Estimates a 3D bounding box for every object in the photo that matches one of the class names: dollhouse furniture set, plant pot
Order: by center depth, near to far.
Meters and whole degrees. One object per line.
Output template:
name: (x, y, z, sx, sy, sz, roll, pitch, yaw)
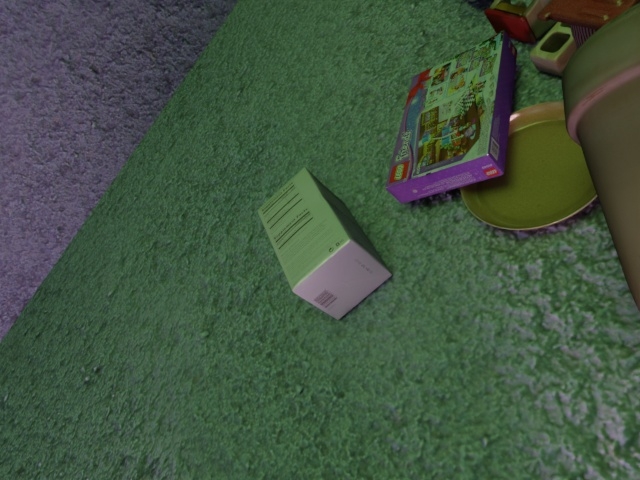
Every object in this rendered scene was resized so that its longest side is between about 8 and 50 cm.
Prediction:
plant pot: (0.420, -0.061, 0.496, 0.323, 0.323, 0.280, -4, 77, 41)
plant pot: (0.337, -0.114, 0.779, 0.237, 0.032, 0.236, -24, 49, 30)
dollhouse furniture set: (0.371, -0.355, 0.787, 0.152, 0.201, 0.374, -49, 41, 6)

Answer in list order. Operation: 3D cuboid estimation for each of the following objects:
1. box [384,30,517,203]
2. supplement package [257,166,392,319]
box: (0.236, -0.218, 0.890, 0.201, 0.057, 0.293, -14, 49, 45)
supplement package: (0.000, 0.000, 0.927, 0.134, 0.139, 0.244, -42, 41, 11)
